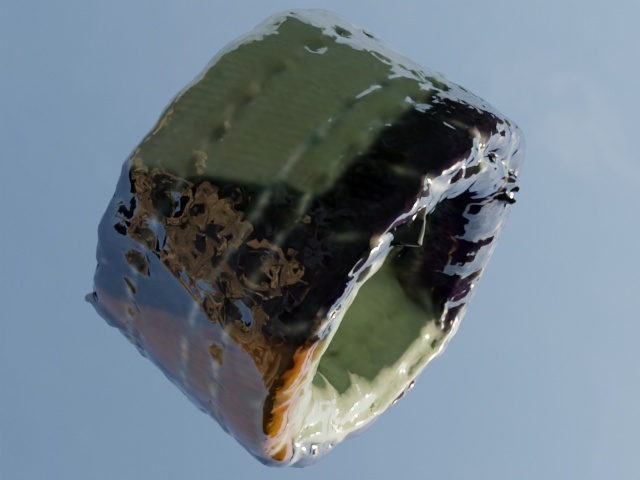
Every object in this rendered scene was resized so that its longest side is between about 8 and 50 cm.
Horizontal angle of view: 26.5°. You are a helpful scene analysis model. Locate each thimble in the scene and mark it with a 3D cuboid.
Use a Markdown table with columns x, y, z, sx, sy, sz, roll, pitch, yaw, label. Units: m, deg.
| x | y | z | sx | sy | sz | roll | pitch | yaw | label |
| --- | --- | --- | --- | --- | --- | --- | --- | --- | --- |
| 0.000 | 0.000 | 0.739 | 0.150 | 0.237 | 0.237 | 37 | -117 | 21 | thimble |
